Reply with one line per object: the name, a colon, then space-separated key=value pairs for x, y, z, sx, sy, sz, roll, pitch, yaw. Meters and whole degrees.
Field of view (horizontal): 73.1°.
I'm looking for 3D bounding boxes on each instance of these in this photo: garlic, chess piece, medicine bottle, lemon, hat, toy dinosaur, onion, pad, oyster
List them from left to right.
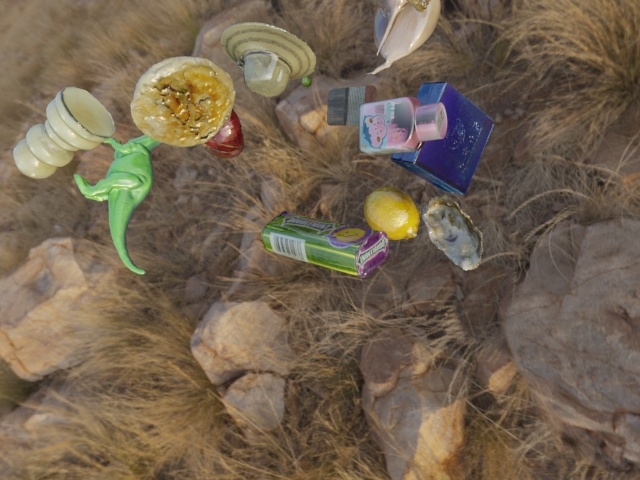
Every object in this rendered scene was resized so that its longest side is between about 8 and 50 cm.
chess piece: x=-0.611 y=-0.231 z=0.999 sx=0.243 sy=0.133 sz=0.133 roll=-29 pitch=53 yaw=19
toy dinosaur: x=-0.550 y=-0.160 z=1.388 sx=0.374 sy=0.144 sz=0.500 roll=-32 pitch=79 yaw=-29
onion: x=-0.390 y=-0.422 z=1.645 sx=0.161 sy=0.248 sz=0.248 roll=-13 pitch=48 yaw=-20
hat: x=-0.136 y=-0.422 z=1.087 sx=0.251 sy=0.252 sz=0.110 roll=5 pitch=82 yaw=36
pad: x=0.113 y=-0.512 z=1.890 sx=0.249 sy=0.055 sz=0.324 roll=8 pitch=79 yaw=34
lemon: x=0.267 y=-0.100 z=1.623 sx=0.256 sy=0.188 sz=0.188 roll=41 pitch=92 yaw=27
garlic: x=0.223 y=-0.712 z=1.311 sx=0.245 sy=0.231 sz=0.341 roll=4 pitch=75 yaw=34
medicine bottle: x=0.189 y=-0.264 z=1.000 sx=0.187 sy=0.094 sz=0.119 roll=2 pitch=93 yaw=34
oyster: x=0.511 y=-0.076 z=1.685 sx=0.396 sy=0.110 sz=0.204 roll=58 pitch=143 yaw=38

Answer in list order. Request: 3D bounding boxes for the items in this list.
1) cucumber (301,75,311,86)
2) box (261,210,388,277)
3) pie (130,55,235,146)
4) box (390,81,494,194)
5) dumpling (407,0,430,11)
cucumber: x=-0.046 y=-0.535 z=1.454 sx=0.037 sy=0.037 sz=0.155 roll=-40 pitch=16 yaw=10
box: x=0.000 y=0.000 z=1.135 sx=0.345 sy=0.097 sz=0.134 roll=13 pitch=38 yaw=42
pie: x=-0.428 y=-0.434 z=1.375 sx=0.339 sy=0.339 sz=0.077 roll=-38 pitch=60 yaw=11
box: x=0.396 y=-0.317 z=1.376 sx=0.116 sy=0.278 sz=0.262 roll=23 pitch=93 yaw=53
dumpling: x=0.184 y=-0.673 z=0.962 sx=0.166 sy=0.332 sz=0.086 roll=-54 pitch=38 yaw=18
